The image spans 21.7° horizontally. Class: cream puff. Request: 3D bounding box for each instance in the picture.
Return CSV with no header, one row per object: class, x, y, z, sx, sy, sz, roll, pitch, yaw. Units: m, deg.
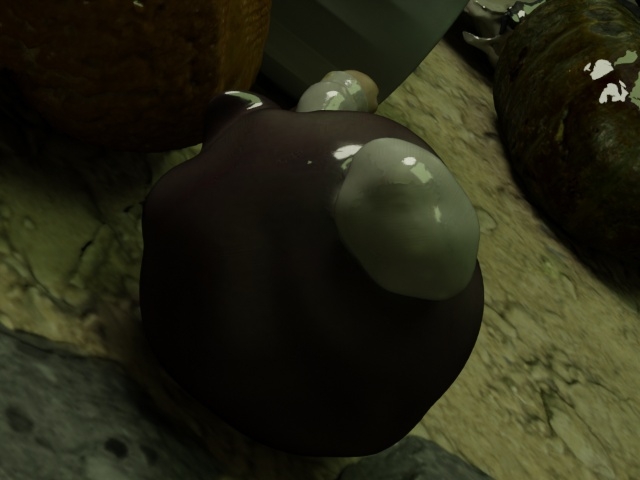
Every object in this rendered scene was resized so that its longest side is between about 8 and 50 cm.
cream puff,-0.138,-0.202,1.086,0.212,0.303,0.303,7,28,3

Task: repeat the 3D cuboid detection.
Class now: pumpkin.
pumpkin,0.328,-0.101,1.644,0.325,0.242,0.232,35,17,-8

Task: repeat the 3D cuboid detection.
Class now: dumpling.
dumpling,0.258,-0.250,1.859,0.293,0.163,0.204,18,43,-29

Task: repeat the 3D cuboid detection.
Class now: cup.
cup,-0.025,-0.287,1.333,0.327,0.323,0.237,38,62,-15

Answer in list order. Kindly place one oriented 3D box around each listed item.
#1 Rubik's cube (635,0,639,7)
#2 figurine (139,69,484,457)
Rubik's cube,0.360,-0.275,2.050,0.162,0.160,0.163,48,25,12
figurine,0.020,0.002,1.074,0.206,0.218,0.365,9,18,13
